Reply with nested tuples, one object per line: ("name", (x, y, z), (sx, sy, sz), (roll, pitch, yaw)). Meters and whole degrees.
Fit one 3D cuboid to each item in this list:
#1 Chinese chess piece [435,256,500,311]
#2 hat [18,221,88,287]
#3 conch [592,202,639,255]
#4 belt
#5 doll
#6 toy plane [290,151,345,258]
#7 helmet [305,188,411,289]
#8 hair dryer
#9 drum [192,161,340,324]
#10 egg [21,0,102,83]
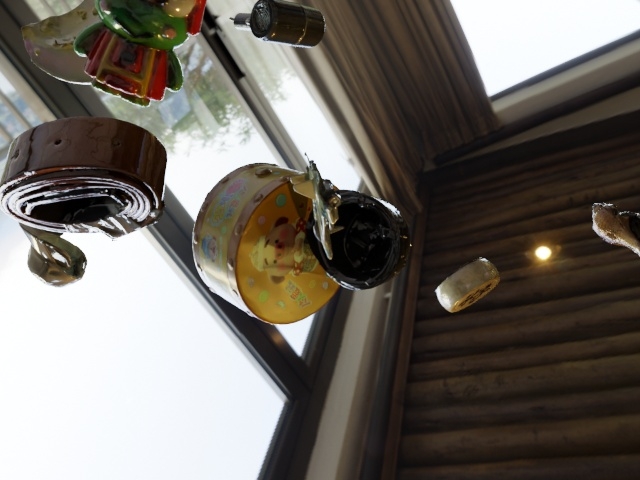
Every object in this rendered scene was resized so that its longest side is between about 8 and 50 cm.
("Chinese chess piece", (0.583, 0.178, 2.066), (0.257, 0.257, 0.104), (-32, -114, 2))
("hat", (-0.877, 0.035, 1.678), (0.161, 0.275, 0.232), (-31, -133, -13))
("conch", (0.697, -0.020, 1.182), (0.086, 0.080, 0.233), (-57, -142, 10))
("belt", (-0.352, -0.085, 0.780), (0.261, 0.184, 0.105), (-8, -119, 14))
("doll", (-0.276, -0.405, 0.850), (0.160, 0.182, 0.363), (-93, -154, -60))
("toy plane", (0.012, -0.064, 1.146), (0.088, 0.262, 0.192), (-24, -141, 0))
("helmet", (0.111, -0.005, 1.308), (0.279, 0.160, 0.230), (35, -69, 35))
("hair dryer", (-0.108, -0.404, 0.960), (0.124, 0.071, 0.219), (-10, -154, -43))
("drum", (-0.118, 0.007, 1.430), (0.431, 0.431, 0.214), (-44, -141, -23))
("egg", (-0.451, -0.440, 1.104), (0.271, 0.206, 0.162), (-44, -174, 14))
